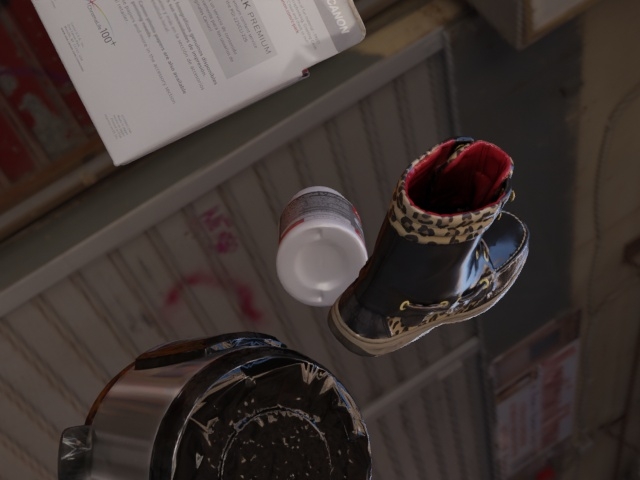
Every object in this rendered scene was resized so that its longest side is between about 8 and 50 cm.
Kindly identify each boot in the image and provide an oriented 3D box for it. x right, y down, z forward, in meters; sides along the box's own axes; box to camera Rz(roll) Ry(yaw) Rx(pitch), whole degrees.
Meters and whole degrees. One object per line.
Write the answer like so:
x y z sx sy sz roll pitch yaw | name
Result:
0.191 -0.014 1.456 0.138 0.377 0.284 49 -37 25 | boot

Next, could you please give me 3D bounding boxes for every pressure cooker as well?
-0.176 0.341 1.653 0.370 0.375 0.420 53 -29 -17 | pressure cooker

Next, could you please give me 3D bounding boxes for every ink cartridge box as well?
-0.137 -0.270 1.031 0.130 0.271 0.310 -78 144 -80 | ink cartridge box

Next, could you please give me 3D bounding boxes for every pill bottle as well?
0.000 0.000 1.962 0.161 0.161 0.283 60 8 -16 | pill bottle
